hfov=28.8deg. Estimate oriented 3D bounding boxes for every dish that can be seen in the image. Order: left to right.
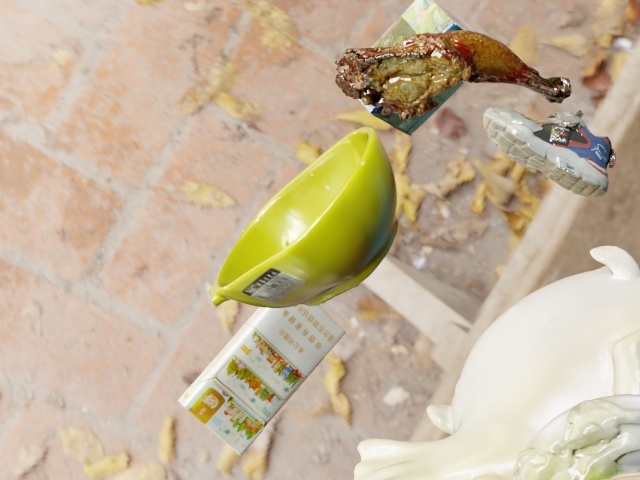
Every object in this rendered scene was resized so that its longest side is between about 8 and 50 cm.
[{"bbox_3d":[0.000,0.000,1.431,0.108,0.221,0.262,43,131,-14],"label":"dish"}]

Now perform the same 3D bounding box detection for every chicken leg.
[{"bbox_3d":[0.080,-0.103,0.767,0.145,0.037,0.062,-4,128,15],"label":"chicken leg"}]

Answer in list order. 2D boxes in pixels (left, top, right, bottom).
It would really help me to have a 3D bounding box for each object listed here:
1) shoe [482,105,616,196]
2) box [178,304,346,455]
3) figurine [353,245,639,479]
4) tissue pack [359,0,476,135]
[{"bbox_3d":[0.372,-0.168,1.960,0.227,0.099,0.125,32,81,5],"label":"shoe"},{"bbox_3d":[-0.077,0.168,1.671,0.220,0.032,0.122,-49,119,-9],"label":"box"},{"bbox_3d":[0.153,0.158,0.738,0.274,0.394,0.227,-5,109,5],"label":"figurine"},{"bbox_3d":[0.084,-0.167,1.139,0.111,0.079,0.085,-46,150,16],"label":"tissue pack"}]
